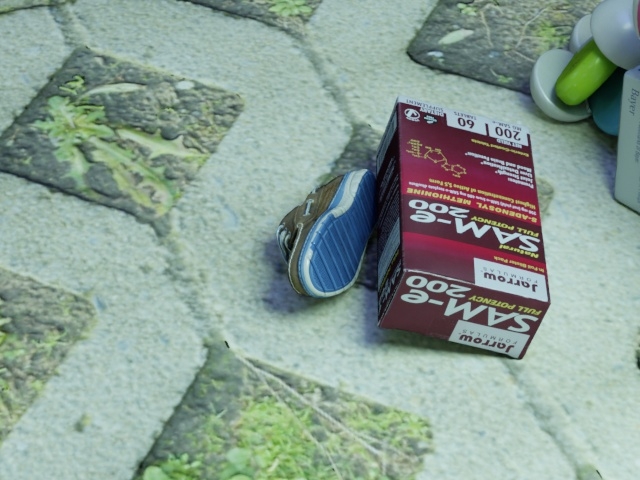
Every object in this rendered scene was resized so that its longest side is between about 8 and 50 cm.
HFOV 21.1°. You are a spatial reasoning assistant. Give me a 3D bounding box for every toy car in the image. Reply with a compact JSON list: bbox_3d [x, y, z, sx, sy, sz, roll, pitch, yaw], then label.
[{"bbox_3d":[0.302,-0.168,1.637,0.136,0.159,0.182,48,53,-1],"label":"toy car"}]

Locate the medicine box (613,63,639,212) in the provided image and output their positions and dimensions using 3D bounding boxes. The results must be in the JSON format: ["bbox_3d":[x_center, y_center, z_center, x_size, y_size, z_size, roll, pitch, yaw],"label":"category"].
[{"bbox_3d":[0.452,-0.086,1.506,0.263,0.149,0.289,-31,49,-29],"label":"medicine box"}]

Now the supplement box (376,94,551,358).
[{"bbox_3d":[0.118,-0.016,1.476,0.130,0.073,0.239,13,40,-10],"label":"supplement box"}]

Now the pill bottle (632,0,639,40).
[{"bbox_3d":[0.375,-0.132,1.327,0.160,0.160,0.283,-15,42,-14],"label":"pill bottle"}]

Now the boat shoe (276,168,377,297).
[{"bbox_3d":[0.000,0.000,1.495,0.066,0.066,0.183,-11,21,24],"label":"boat shoe"}]
